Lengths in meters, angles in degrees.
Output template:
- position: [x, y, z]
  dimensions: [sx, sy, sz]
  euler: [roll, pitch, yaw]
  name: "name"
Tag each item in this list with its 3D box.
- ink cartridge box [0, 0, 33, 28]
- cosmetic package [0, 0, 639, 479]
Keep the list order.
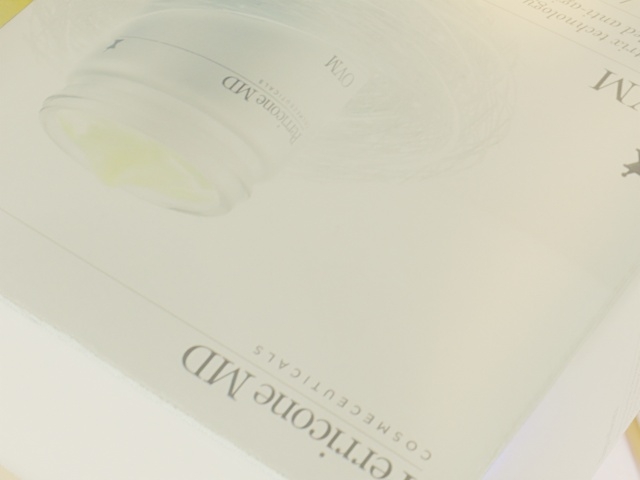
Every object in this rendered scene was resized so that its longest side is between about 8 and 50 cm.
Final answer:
- position: [-0.163, -0.105, 0.699]
  dimensions: [0.303, 0.072, 0.307]
  euler: [20, -106, -70]
  name: "ink cartridge box"
- position: [0.000, 0.000, 0.504]
  dimensions: [0.225, 0.224, 0.138]
  euler: [-48, -26, -28]
  name: "cosmetic package"
